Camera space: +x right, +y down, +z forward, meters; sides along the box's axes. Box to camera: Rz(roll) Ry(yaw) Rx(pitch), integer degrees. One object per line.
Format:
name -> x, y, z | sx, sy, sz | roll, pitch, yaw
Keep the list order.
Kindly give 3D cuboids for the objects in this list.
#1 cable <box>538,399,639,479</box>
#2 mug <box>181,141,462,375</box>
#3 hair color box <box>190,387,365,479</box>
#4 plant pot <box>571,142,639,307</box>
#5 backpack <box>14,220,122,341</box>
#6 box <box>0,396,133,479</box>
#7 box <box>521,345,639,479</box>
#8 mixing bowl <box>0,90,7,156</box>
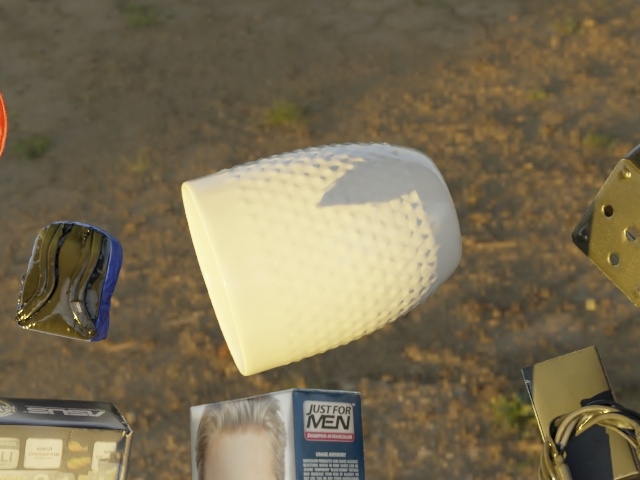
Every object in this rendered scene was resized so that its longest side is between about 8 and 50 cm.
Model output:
cable -> 0.296, 0.251, 1.445 | 0.047, 0.150, 0.184 | 26, 17, -44
mug -> 0.000, 0.000, 1.929 | 0.328, 0.276, 0.374 | -17, 9, -9
hair color box -> -0.042, 0.335, 1.428 | 0.105, 0.347, 0.174 | 10, -19, -43
plant pot -> 0.407, -0.017, 1.613 | 0.167, 0.188, 0.187 | -10, 49, -42
backpack -> -0.264, 0.040, 1.479 | 0.098, 0.120, 0.101 | 10, 0, 3
box -> -0.378, 0.289, 1.191 | 0.395, 0.318, 0.097 | 6, 8, -21
box -> 0.305, 0.225, 1.595 | 0.093, 0.158, 0.156 | -19, 65, 10
mixing bowl -> -0.381, -0.129, 1.291 | 0.182, 0.181, 0.098 | -9, 30, -4
